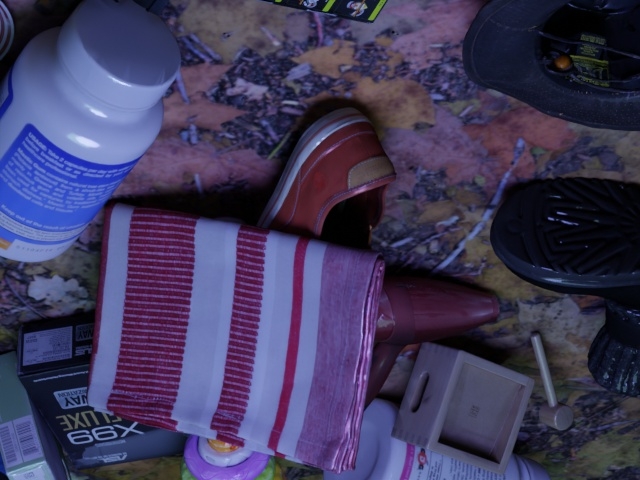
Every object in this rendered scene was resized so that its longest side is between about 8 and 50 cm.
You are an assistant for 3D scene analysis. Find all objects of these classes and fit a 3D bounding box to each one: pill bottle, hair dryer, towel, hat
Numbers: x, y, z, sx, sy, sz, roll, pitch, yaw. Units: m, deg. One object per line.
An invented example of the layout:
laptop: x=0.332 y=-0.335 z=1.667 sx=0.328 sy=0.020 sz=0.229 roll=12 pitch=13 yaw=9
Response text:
pill bottle: x=-0.245 y=-0.110 z=1.689 sx=0.152 sy=0.152 sz=0.272 roll=18 pitch=137 yaw=-27
hair dryer: x=0.072 y=0.120 z=2.069 sx=0.293 sy=0.080 sz=0.224 roll=-23 pitch=151 yaw=1
towel: x=-0.099 y=0.099 z=1.849 sx=0.329 sy=0.237 sz=0.037 roll=11 pitch=-170 yaw=24
pill bottle: x=0.159 y=0.318 z=2.290 sx=0.283 sy=0.160 sz=0.160 roll=21 pitch=136 yaw=-30
hat: x=0.290 y=-0.225 z=1.616 sx=0.331 sy=0.134 sz=0.331 roll=6 pitch=159 yaw=2

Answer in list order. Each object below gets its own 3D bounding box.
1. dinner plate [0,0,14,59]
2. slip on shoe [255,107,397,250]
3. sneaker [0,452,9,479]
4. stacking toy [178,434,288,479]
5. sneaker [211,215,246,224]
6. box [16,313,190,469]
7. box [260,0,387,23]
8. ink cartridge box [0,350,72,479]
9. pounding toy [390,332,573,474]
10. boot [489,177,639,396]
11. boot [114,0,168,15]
dinner plate: x=-0.362 y=-0.206 z=1.660 sx=0.141 sy=0.017 sz=0.141 roll=-2 pitch=143 yaw=-2
slip on shoe: x=0.000 y=0.000 z=1.880 sx=0.123 sy=0.101 sz=0.331 roll=-20 pitch=151 yaw=-32
sneaker: x=-0.400 y=0.324 z=2.296 sx=0.058 sy=0.085 sz=0.152 roll=-25 pitch=139 yaw=24
stacking toy: x=-0.111 y=0.277 z=2.109 sx=0.175 sy=0.166 sz=0.302 roll=-16 pitch=135 yaw=-13
sneaker: x=-0.140 y=0.043 z=1.965 sx=0.063 sy=0.075 sz=0.170 roll=22 pitch=136 yaw=-31
box: x=-0.186 y=0.171 z=2.126 sx=0.307 sy=0.077 sz=0.242 roll=-9 pitch=144 yaw=5
box: x=0.006 y=-0.285 z=1.558 sx=0.184 sy=0.045 sz=0.191 roll=5 pitch=140 yaw=-28
ink cartridge box: x=-0.351 y=0.268 z=2.156 sx=0.056 sy=0.171 sz=0.235 roll=-19 pitch=143 yaw=-7
pounding toy: x=0.213 y=0.193 z=2.184 sx=0.206 sy=0.181 sz=0.094 roll=22 pitch=174 yaw=-31
boot: x=0.335 y=0.065 z=2.003 sx=0.347 sy=0.131 sz=0.260 roll=4 pitch=142 yaw=-13
boot: x=-0.168 y=-0.259 z=1.561 sx=0.099 sy=0.045 sz=0.121 roll=21 pitch=132 yaw=-20
